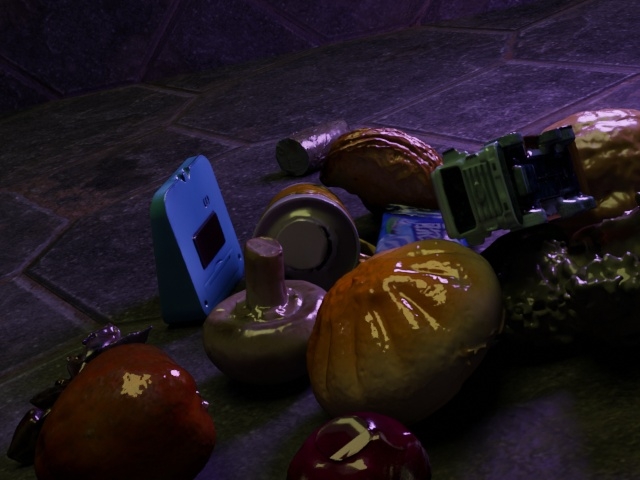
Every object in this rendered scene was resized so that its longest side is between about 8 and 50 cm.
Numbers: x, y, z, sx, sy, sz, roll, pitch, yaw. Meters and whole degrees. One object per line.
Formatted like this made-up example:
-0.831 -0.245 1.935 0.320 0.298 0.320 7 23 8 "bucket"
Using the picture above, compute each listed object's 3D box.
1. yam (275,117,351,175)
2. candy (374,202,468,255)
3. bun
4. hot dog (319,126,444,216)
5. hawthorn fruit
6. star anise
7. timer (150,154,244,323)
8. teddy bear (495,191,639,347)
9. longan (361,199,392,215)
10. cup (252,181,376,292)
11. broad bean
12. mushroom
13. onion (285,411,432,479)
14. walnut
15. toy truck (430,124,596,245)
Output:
-0.002 -0.217 2.657 0.183 0.107 0.107 -26 23 -29 "yam"
0.169 0.024 1.930 0.187 0.077 0.331 6 28 13 "candy"
0.094 0.105 1.543 0.299 0.165 0.299 -38 22 19 "bun"
0.135 -0.120 2.119 0.259 0.175 0.114 21 59 -3 "hot dog"
-0.271 0.261 1.508 0.262 0.210 0.210 -35 26 -16 "hawthorn fruit"
-0.345 0.236 1.723 0.212 0.129 0.282 -13 29 23 "star anise"
-0.234 -0.004 2.063 0.091 0.249 0.232 -7 22 19 "timer"
0.369 0.042 1.596 0.368 0.224 0.357 -11 0 16 "teddy bear"
0.130 -0.091 2.250 0.113 0.092 0.113 7 20 -3 "longan"
0.000 0.000 2.042 0.241 0.185 0.226 19 14 -7 "cup"
0.270 0.048 1.742 0.292 0.144 0.049 -23 50 -19 "broad bean"
-0.079 0.103 1.737 0.207 0.215 0.207 -6 22 2 "mushroom"
0.049 0.277 1.316 0.173 0.135 0.198 -23 24 -12 "onion"
0.442 -0.095 1.863 0.257 0.224 0.257 -15 35 11 "walnut"
0.271 -0.076 1.666 0.162 0.136 0.305 -18 -3 32 "toy truck"
